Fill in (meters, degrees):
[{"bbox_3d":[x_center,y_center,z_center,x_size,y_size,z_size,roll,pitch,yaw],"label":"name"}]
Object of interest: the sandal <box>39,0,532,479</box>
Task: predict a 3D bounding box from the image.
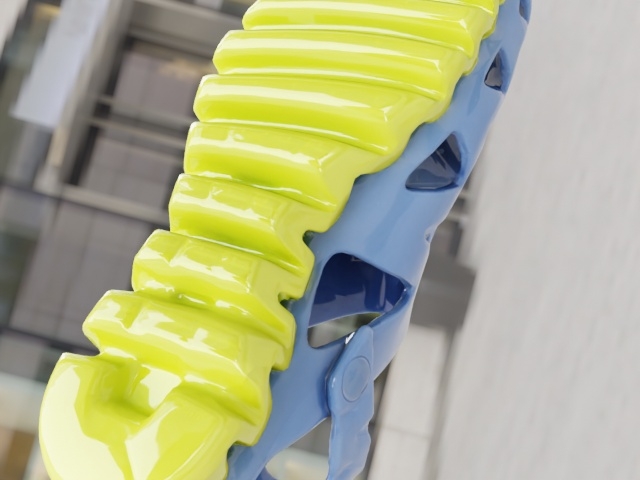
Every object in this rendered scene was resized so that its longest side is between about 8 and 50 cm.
[{"bbox_3d":[0.000,0.000,0.867,0.317,0.126,0.138,-58,-40,-13],"label":"sandal"}]
